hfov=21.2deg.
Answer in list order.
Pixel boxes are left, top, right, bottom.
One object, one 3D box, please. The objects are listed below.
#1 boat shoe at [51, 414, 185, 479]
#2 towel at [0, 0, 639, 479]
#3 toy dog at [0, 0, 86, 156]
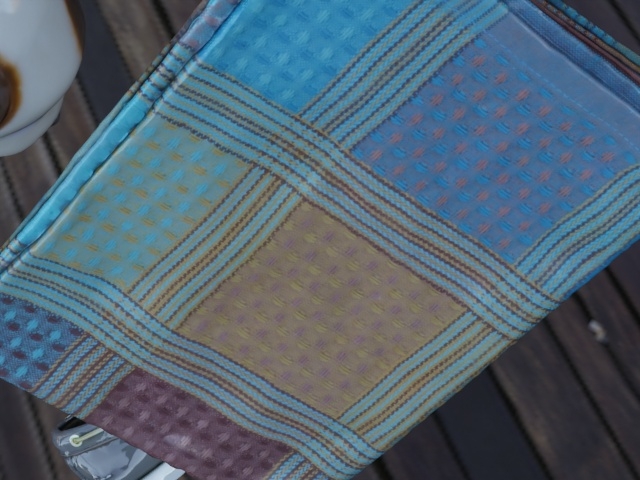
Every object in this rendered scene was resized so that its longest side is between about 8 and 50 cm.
[{"bbox_3d":[-0.091,0.105,1.454,0.305,0.091,0.109,-40,18,2],"label":"boat shoe"},{"bbox_3d":[0.000,0.000,0.911,0.370,0.271,0.040,-45,28,28],"label":"towel"},{"bbox_3d":[-0.401,-0.206,1.533,0.408,0.395,0.284,14,49,16],"label":"toy dog"}]
